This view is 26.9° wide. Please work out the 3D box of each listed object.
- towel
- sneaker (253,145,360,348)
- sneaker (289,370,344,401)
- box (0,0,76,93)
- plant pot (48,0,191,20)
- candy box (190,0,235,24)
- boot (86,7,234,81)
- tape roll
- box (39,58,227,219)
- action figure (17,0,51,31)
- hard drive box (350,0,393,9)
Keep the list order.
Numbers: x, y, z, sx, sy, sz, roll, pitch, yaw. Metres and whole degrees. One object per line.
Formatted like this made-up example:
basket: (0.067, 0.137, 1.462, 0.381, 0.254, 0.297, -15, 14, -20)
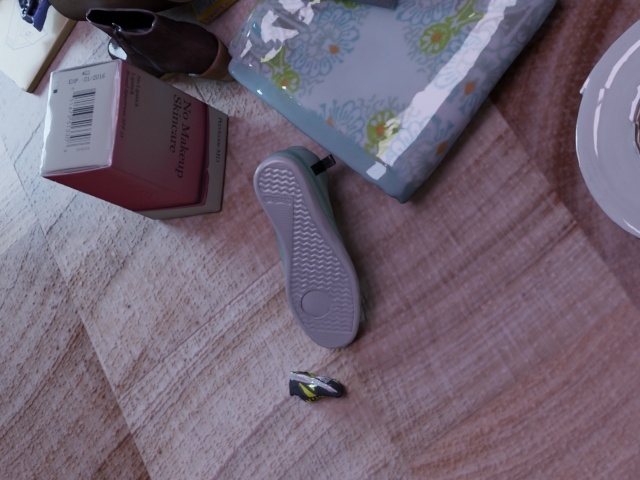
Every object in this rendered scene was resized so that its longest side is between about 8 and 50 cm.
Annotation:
towel: (0.072, -0.267, 1.701, 0.374, 0.090, 0.320, 41, 101, 34)
sneaker: (0.000, -0.001, 1.682, 0.094, 0.151, 0.255, -15, 103, 16)
sneaker: (-0.005, 0.187, 1.667, 0.083, 0.031, 0.035, 14, 98, 40)
box: (-0.452, -0.354, 2.117, 0.164, 0.021, 0.201, 40, 99, 34)
plant pot: (-0.290, -0.399, 1.896, 0.230, 0.215, 0.215, -20, 66, 44)
candy box: (-0.167, -0.420, 1.940, 0.105, 0.027, 0.205, -37, 59, 24)
boot: (-0.251, -0.285, 1.848, 0.248, 0.207, 0.090, 14, 85, 36)
tape roll: (0.420, -0.116, 1.420, 0.286, 0.100, 0.286, -9, 73, 32)
box: (-0.244, -0.129, 1.784, 0.127, 0.232, 0.148, -5, 74, 32)
action figure: (-0.452, -0.505, 2.022, 0.330, 0.178, 0.341, 9, 81, 4)
hard drive box: (0.006, -0.405, 1.682, 0.232, 0.089, 0.181, 19, 86, 35)
